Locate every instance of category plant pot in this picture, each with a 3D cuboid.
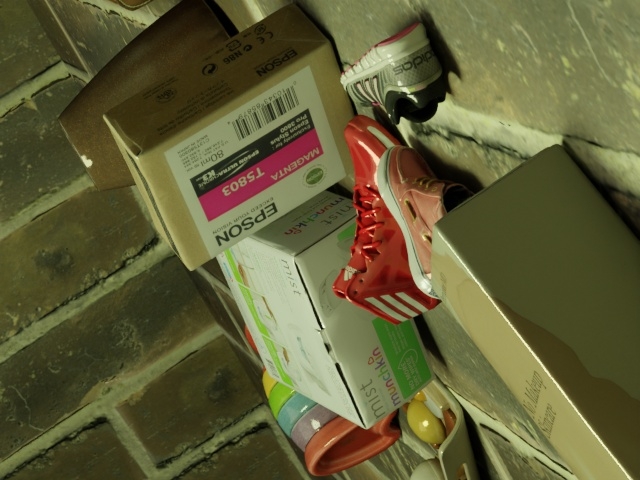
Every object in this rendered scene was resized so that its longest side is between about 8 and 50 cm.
[{"bbox_3d":[-0.209,-0.165,2.105,0.215,0.230,0.215,59,173,11],"label":"plant pot"}]

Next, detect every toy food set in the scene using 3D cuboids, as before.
[{"bbox_3d":[0.106,0.229,2.247,0.306,0.092,0.220,49,167,37],"label":"toy food set"}]

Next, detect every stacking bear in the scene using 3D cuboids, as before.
[{"bbox_3d":[-0.018,0.210,2.616,0.289,0.164,0.175,57,171,25],"label":"stacking bear"}]

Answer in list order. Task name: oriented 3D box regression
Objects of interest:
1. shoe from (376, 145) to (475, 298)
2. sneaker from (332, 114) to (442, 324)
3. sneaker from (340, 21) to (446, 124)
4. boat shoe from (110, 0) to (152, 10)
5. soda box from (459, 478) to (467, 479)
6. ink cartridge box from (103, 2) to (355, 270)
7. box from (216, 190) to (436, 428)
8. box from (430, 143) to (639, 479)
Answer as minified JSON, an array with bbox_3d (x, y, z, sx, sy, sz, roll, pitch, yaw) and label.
[{"bbox_3d":[0.109,-0.037,1.556,0.081,0.063,0.178,-54,39,41],"label":"shoe"},{"bbox_3d":[0.055,-0.008,1.679,0.221,0.128,0.087,59,169,-16],"label":"sneaker"},{"bbox_3d":[0.067,-0.131,1.439,0.075,0.063,0.170,63,165,2],"label":"sneaker"},{"bbox_3d":[-0.226,-0.353,1.987,0.120,0.122,0.324,51,169,14],"label":"boat shoe"},{"bbox_3d":[0.189,0.370,2.367,0.053,0.060,0.169,48,165,36],"label":"soda box"},{"bbox_3d":[-0.083,-0.106,1.731,0.088,0.234,0.193,49,168,40],"label":"ink cartridge box"},{"bbox_3d":[-0.006,0.071,2.055,0.231,0.126,0.262,20,139,54],"label":"box"},{"bbox_3d":[0.220,0.096,1.249,0.311,0.121,0.148,53,169,21],"label":"box"}]
